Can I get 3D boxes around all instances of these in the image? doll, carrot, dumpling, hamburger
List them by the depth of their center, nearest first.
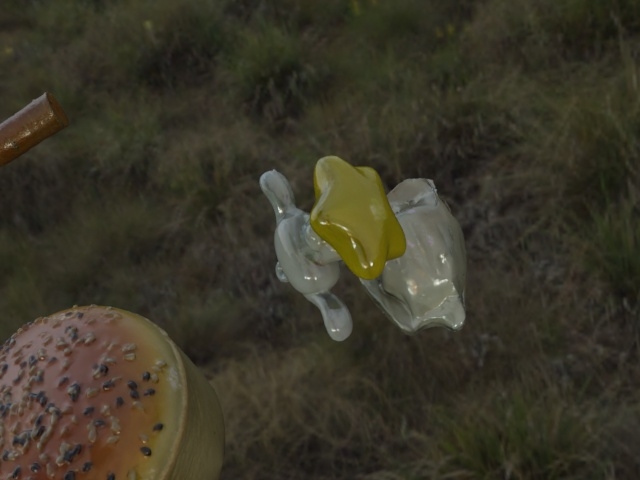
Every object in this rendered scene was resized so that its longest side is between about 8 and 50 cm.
[{"bbox_3d":[0.003,0.007,0.776,0.113,0.135,0.071,-7,-1,43],"label":"doll"},{"bbox_3d":[-0.234,0.198,0.978,0.300,0.176,0.300,-25,41,23],"label":"hamburger"},{"bbox_3d":[-0.351,-0.110,1.194,0.139,0.048,0.048,-34,33,2],"label":"carrot"},{"bbox_3d":[0.110,0.024,1.270,0.136,0.118,0.199,-19,66,7],"label":"dumpling"}]
